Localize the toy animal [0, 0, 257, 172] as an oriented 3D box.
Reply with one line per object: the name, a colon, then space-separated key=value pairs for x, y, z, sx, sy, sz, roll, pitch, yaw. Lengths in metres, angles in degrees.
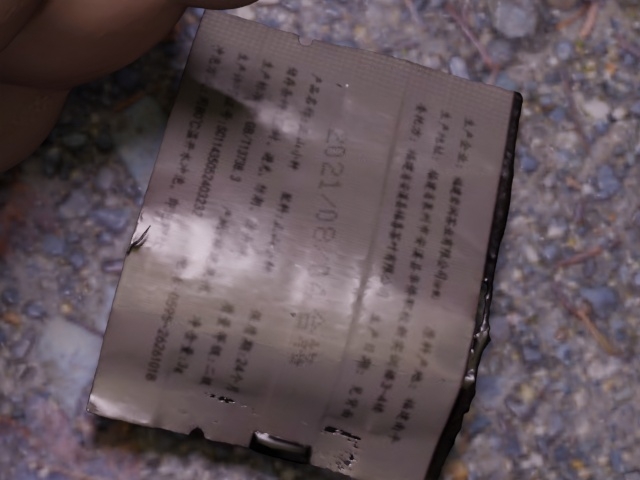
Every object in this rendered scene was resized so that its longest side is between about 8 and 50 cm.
toy animal: x=-0.174 y=-0.163 z=0.755 sx=0.237 sy=0.326 sz=0.269 roll=-30 pitch=115 yaw=23

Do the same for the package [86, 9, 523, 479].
package: x=0.000 y=0.000 z=0.873 sx=0.204 sy=0.062 sz=0.250 roll=16 pitch=73 yaw=-7
